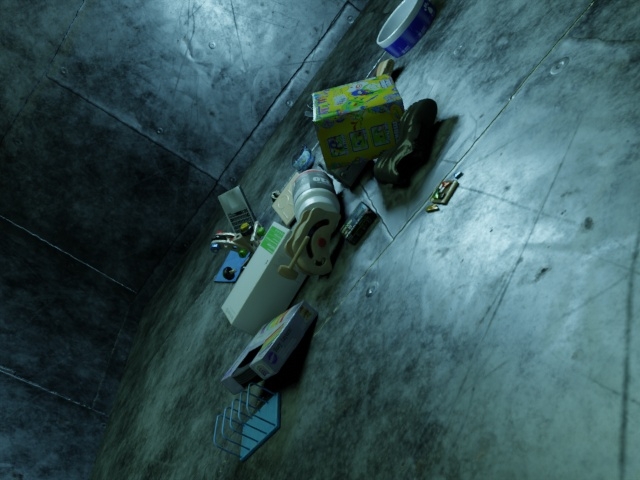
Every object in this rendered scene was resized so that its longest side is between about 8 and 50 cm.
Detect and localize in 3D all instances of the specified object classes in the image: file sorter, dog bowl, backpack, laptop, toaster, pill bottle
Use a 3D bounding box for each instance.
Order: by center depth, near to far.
[{"bbox_3d":[-0.200,0.490,1.440,0.170,0.104,0.118,-47,23,22],"label":"file sorter"},{"bbox_3d":[-0.016,-0.132,1.873,0.161,0.161,0.283,-49,22,18],"label":"pill bottle"},{"bbox_3d":[0.085,-0.290,1.937,0.146,0.129,0.227,-50,19,5],"label":"toaster"},{"bbox_3d":[0.368,-0.927,2.276,0.265,0.104,0.265,-46,23,26],"label":"dog bowl"},{"bbox_3d":[-0.083,-0.380,2.503,0.105,0.084,0.114,-45,18,29],"label":"backpack"},{"bbox_3d":[-0.473,-0.025,2.658,0.236,0.408,0.382,-28,9,-25],"label":"laptop"}]

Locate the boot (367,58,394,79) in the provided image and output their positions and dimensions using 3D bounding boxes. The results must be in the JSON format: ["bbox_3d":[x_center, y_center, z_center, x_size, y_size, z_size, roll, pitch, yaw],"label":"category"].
[{"bbox_3d":[0.226,-0.635,2.232,0.249,0.090,0.207,-61,9,-8],"label":"boot"}]

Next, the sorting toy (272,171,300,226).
[{"bbox_3d":[-0.116,-0.178,2.292,0.193,0.038,0.208,-52,37,11],"label":"sorting toy"}]

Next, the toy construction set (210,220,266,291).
[{"bbox_3d":[-0.293,0.024,2.271,0.237,0.258,0.309,-27,7,21],"label":"toy construction set"}]

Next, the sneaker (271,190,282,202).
[{"bbox_3d":[-0.207,-0.218,2.560,0.066,0.071,0.188,-61,21,-11],"label":"sneaker"}]

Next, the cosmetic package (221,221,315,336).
[{"bbox_3d":[-0.172,0.139,1.824,0.366,0.155,0.197,-58,24,-4],"label":"cosmetic package"}]

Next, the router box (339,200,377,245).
[{"bbox_3d":[0.115,-0.054,1.636,0.122,0.038,0.092,-53,20,8],"label":"router box"}]

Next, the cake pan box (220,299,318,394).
[{"bbox_3d":[-0.152,0.317,1.548,0.245,0.070,0.267,-39,9,45],"label":"cake pan box"}]

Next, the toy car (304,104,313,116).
[{"bbox_3d":[0.005,-0.532,2.382,0.149,0.188,0.155,-43,24,31],"label":"toy car"}]

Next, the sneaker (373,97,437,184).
[{"bbox_3d":[0.276,-0.284,1.557,0.287,0.109,0.130,-63,30,3],"label":"sneaker"}]

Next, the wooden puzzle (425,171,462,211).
[{"bbox_3d":[0.310,-0.124,1.337,0.116,0.014,0.078,-60,21,-10],"label":"wooden puzzle"}]

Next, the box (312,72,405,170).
[{"bbox_3d":[0.129,-0.397,1.740,0.278,0.177,0.290,-13,32,7],"label":"box"}]

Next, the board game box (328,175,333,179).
[{"bbox_3d":[-0.014,-0.183,2.136,0.103,0.026,0.154,-10,50,63],"label":"board game box"}]

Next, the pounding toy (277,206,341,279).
[{"bbox_3d":[-0.009,0.023,1.635,0.154,0.154,0.270,-10,49,63],"label":"pounding toy"}]
